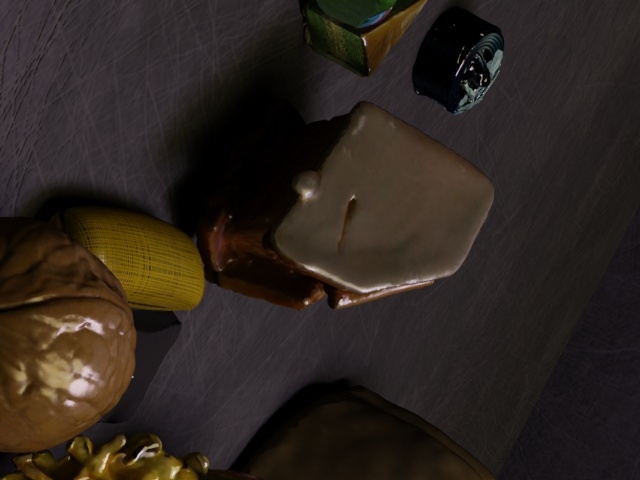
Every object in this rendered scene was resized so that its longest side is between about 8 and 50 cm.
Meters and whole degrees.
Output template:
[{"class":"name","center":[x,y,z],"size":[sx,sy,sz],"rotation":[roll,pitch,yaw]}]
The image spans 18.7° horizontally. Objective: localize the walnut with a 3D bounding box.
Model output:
[{"class":"walnut","center":[-0.217,0.069,1.399],"size":[0.167,0.167,0.207],"rotation":[-57,164,-4]}]

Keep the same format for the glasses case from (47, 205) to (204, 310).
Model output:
[{"class":"glasses case","center":[-0.156,0.015,1.599],"size":[0.234,0.064,0.079],"rotation":[17,59,-70]}]

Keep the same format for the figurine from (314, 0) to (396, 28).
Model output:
[{"class":"figurine","center":[0.073,-0.303,1.645],"size":[0.185,0.127,0.234],"rotation":[69,45,-73]}]

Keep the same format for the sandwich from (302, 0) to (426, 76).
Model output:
[{"class":"sandwich","center":[0.045,-0.219,1.758],"size":[0.116,0.074,0.074],"rotation":[-53,160,-20]}]

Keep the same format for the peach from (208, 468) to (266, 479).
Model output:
[{"class":"peach","center":[-0.099,0.410,1.932],"size":[0.339,0.353,0.416],"rotation":[-60,144,-23]}]

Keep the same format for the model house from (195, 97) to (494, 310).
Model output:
[{"class":"model house","center":[0.000,-0.022,1.779],"size":[0.229,0.219,0.199],"rotation":[-6,-130,56]}]

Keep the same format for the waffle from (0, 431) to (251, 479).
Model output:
[{"class":"waffle","center":[-0.183,0.312,1.667],"size":[0.329,0.329,0.062],"rotation":[-56,-171,-7]}]

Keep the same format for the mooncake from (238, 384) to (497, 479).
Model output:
[{"class":"mooncake","center":[0.014,0.415,2.360],"size":[0.467,0.262,0.467],"rotation":[-52,162,-24]}]

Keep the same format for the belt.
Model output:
[{"class":"belt","center":[0.152,-0.190,2.094],"size":[0.105,0.058,0.140],"rotation":[-55,162,-2]}]

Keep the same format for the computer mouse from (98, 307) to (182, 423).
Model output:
[{"class":"computer mouse","center":[-0.191,0.101,1.654],"size":[0.122,0.073,0.217],"rotation":[-58,168,5]}]
